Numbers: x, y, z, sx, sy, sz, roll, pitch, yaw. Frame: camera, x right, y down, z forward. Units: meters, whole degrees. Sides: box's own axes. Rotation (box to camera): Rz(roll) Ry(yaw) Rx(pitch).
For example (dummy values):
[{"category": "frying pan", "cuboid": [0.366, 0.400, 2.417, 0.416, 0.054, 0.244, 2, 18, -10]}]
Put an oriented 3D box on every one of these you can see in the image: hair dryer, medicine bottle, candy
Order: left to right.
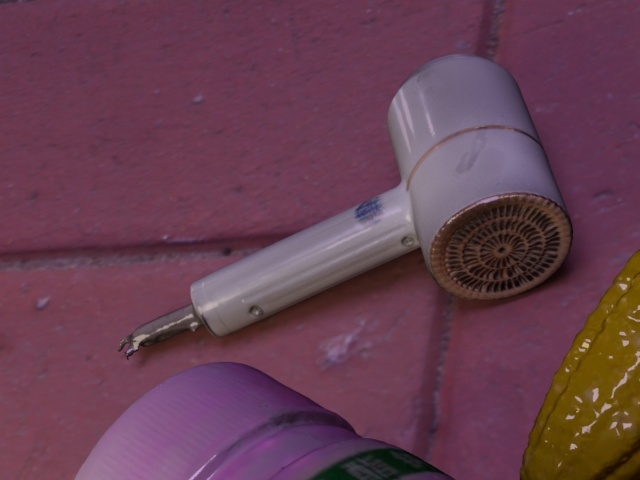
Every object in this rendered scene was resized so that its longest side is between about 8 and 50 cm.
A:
[{"category": "hair dryer", "cuboid": [0.000, 0.000, 1.325, 0.357, 0.107, 0.173, -24, 42, 10]}, {"category": "medicine bottle", "cuboid": [0.021, 0.224, 1.025, 0.325, 0.212, 0.212, 28, 65, 38]}, {"category": "candy", "cuboid": [0.201, 0.097, 1.150, 0.106, 0.094, 0.199, 30, 73, 38]}]
